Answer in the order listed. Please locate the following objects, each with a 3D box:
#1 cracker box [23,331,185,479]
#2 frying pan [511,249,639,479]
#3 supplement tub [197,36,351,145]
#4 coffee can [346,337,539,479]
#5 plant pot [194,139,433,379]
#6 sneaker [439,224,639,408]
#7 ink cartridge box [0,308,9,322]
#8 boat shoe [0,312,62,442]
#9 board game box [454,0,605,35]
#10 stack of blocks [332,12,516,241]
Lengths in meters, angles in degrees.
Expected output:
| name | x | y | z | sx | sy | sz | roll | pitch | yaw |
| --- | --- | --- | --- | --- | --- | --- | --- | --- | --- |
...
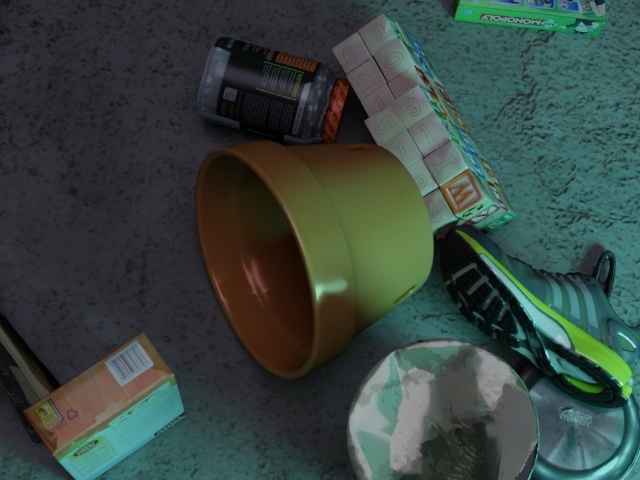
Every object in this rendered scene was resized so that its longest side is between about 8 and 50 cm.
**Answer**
| name | x | y | z | sx | sy | sz | roll | pitch | yaw |
| --- | --- | --- | --- | --- | --- | --- | --- | --- | --- |
| cracker box | -0.244 | 0.201 | 1.386 | 0.156 | 0.232 | 0.067 | -34 | 75 | -14 |
| frying pan | 0.358 | 0.183 | 1.532 | 0.197 | 0.053 | 0.326 | 39 | 76 | 9 |
| supplement tub | -0.061 | -0.195 | 1.599 | 0.190 | 0.117 | 0.117 | 16 | 70 | 2 |
| coffee can | 0.144 | 0.233 | 1.359 | 0.202 | 0.275 | 0.201 | -2 | 75 | 8 |
| plant pot | 0.000 | 0.000 | 1.466 | 0.204 | 0.291 | 0.290 | -20 | 72 | -27 |
| sneaker | 0.277 | 0.078 | 1.483 | 0.300 | 0.111 | 0.121 | 41 | 56 | -6 |
| ink cartridge box | -0.469 | 0.080 | 1.508 | 0.099 | 0.056 | 0.135 | -32 | 76 | -14 |
| boat shoe | -0.384 | 0.154 | 1.445 | 0.073 | 0.080 | 0.223 | -37 | 107 | -7 |
| board game box | 0.312 | -0.461 | 1.753 | 0.214 | 0.046 | 0.317 | 6 | 71 | -1 |
| stack of blocks | 0.130 | -0.145 | 1.555 | 0.087 | 0.171 | 0.297 | -32 | 73 | 16 |
